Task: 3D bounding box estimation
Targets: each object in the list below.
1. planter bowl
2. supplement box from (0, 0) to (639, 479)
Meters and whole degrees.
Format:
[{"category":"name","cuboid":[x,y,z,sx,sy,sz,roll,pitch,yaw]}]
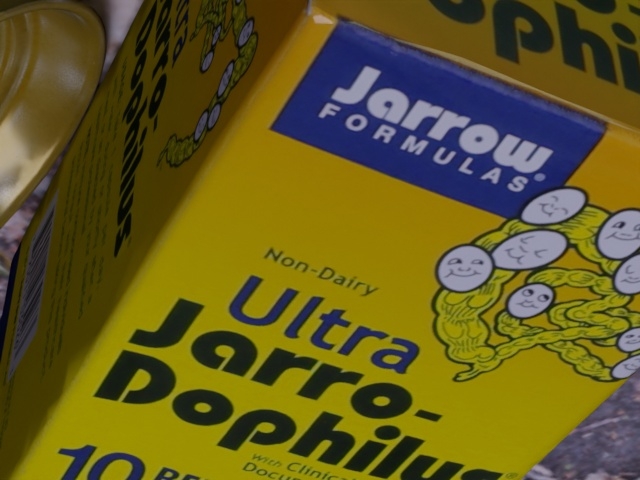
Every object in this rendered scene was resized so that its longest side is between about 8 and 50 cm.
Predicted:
[{"category":"planter bowl","cuboid":[-0.200,-0.047,0.595,0.090,0.217,0.217,43,131,8]},{"category":"supplement box","cuboid":[0.000,0.000,0.597,0.194,0.195,0.356,18,134,-20]}]
